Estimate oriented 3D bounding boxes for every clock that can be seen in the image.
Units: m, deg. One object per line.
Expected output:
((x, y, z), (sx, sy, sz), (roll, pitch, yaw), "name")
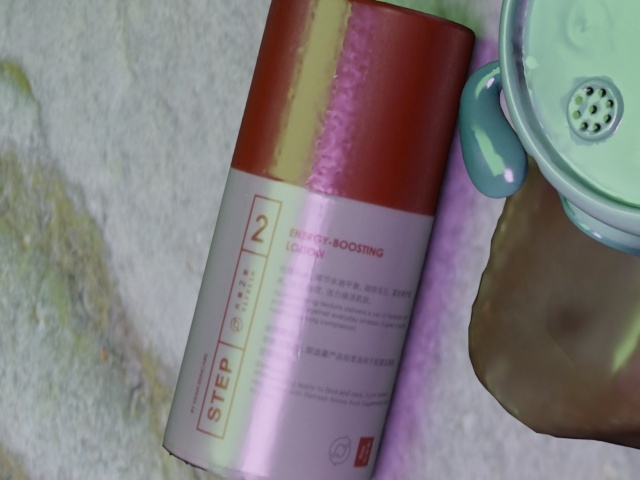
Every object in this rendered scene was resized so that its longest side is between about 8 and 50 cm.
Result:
((0.120, -0.060, 0.575), (0.189, 0.060, 0.148), (8, 93, 39), "clock")

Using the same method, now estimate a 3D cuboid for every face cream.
((0.000, 0.000, 0.838), (0.096, 0.096, 0.214), (18, 96, 52), "face cream")

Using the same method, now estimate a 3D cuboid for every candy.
((0.142, -0.037, 0.665), (0.102, 0.104, 0.234), (30, 106, 45), "candy")
